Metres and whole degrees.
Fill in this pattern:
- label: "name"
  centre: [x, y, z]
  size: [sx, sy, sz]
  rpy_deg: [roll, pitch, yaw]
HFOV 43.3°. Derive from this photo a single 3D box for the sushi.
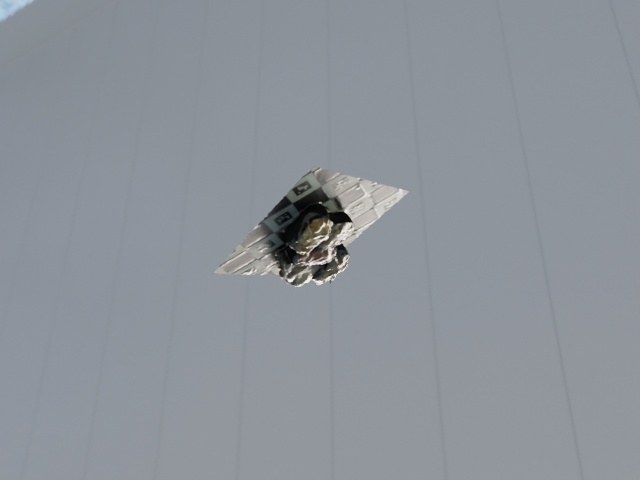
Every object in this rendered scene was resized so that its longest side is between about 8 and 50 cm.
- label: "sushi"
  centre: [0.000, 0.000, 1.431]
  size: [0.292, 0.294, 0.059]
  rpy_deg: [-44, -119, 29]
